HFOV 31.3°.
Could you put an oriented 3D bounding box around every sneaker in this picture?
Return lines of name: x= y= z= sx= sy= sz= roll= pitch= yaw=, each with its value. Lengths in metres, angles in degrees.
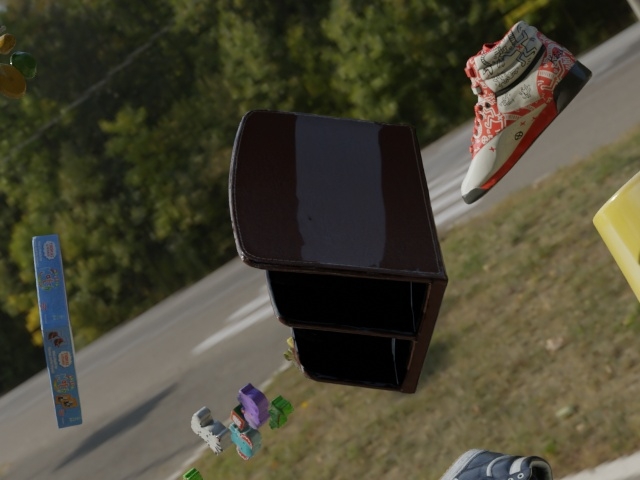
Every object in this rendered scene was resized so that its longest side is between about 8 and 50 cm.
sneaker: x=0.211 y=0.384 z=1.543 sx=0.153 sy=0.099 sz=0.282 roll=-7 pitch=27 yaw=44
sneaker: x=0.249 y=-0.185 z=1.624 sx=0.270 sy=0.145 sz=0.090 roll=-52 pitch=-6 yaw=35

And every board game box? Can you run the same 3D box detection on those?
board game box: x=-0.349 y=0.122 z=1.515 sx=0.039 sy=0.160 sz=0.212 roll=-8 pitch=-42 yaw=-12

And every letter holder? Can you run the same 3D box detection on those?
letter holder: x=0.000 y=0.000 z=1.234 sx=0.302 sy=0.214 sz=0.152 roll=-94 pitch=13 yaw=-55

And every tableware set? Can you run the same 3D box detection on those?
tableware set: x=-0.406 y=-0.204 z=1.379 sx=0.024 sy=0.104 sz=0.154 roll=-28 pitch=24 yaw=36

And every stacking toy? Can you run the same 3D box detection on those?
stacking toy: x=-0.083 y=0.221 z=1.366 sx=0.167 sy=0.052 sz=0.221 roll=-36 pitch=-21 yaw=-32

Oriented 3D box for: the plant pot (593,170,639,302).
plant pot: x=0.469 y=0.011 z=1.374 sx=0.254 sy=0.239 sz=0.254 roll=-36 pitch=-15 yaw=-11
